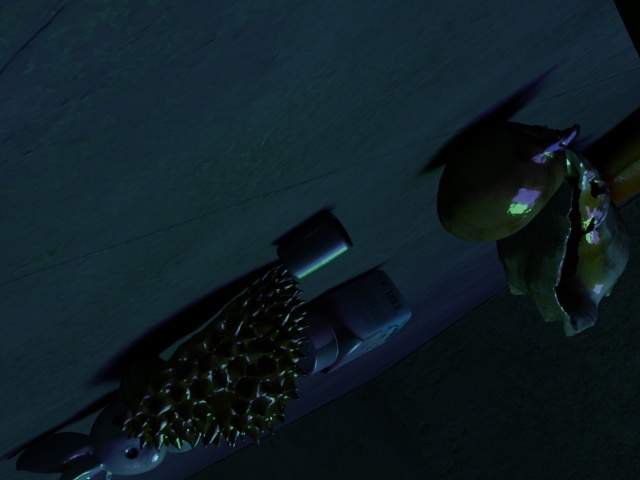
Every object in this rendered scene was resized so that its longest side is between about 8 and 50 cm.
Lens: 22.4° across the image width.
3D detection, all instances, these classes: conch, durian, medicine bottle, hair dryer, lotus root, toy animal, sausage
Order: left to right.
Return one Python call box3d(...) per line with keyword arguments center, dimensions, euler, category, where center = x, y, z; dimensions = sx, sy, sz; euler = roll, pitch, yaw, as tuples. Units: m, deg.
box3d(center=(-0.259, 0.254, 1.991), dimensions=(0.221, 0.104, 0.131), euler=(-27, 171, -36), category="toy animal")
box3d(center=(-0.135, 0.154, 1.834), dimensions=(0.172, 0.166, 0.306), euler=(13, 136, -28), category="durian")
box3d(center=(0.000, 0.000, 1.740), dimensions=(0.071, 0.047, 0.150), euler=(-32, -178, 10), category="hair dryer")
box3d(center=(0.026, 0.127, 2.317), dimensions=(0.188, 0.094, 0.119), euler=(-25, 167, -43), category="medicine bottle")
box3d(center=(0.204, -0.072, 1.769), dimensions=(0.221, 0.118, 0.125), euler=(-49, -167, 55), category="lotus root")
box3d(center=(0.349, 0.003, 2.407), dimensions=(0.186, 0.263, 0.324), euler=(-10, 139, 22), category="conch")
box3d(center=(0.483, -0.129, 2.488), dimensions=(0.105, 0.105, 0.274), euler=(-26, 170, -36), category="sausage")

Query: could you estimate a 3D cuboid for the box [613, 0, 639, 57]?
box3d(center=(0.357, -0.209, 1.166), dimensions=(0.177, 0.253, 0.329), euler=(-13, 162, -27), category="box")
